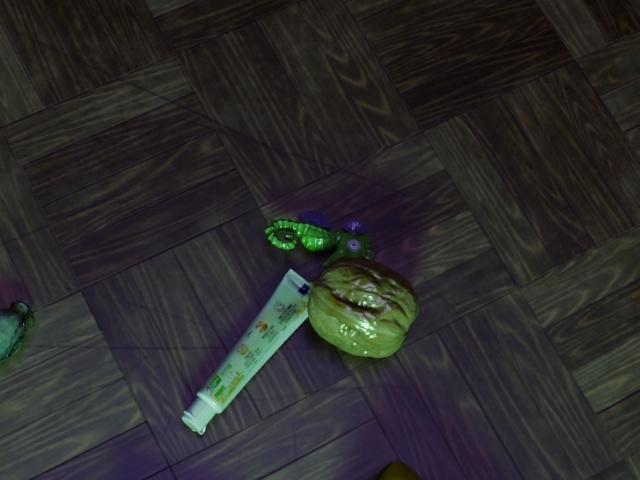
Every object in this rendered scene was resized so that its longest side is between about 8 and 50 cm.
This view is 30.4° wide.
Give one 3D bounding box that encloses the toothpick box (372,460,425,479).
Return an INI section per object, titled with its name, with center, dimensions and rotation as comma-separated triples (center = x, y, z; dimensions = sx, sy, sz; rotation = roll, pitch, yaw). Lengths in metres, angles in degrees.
[toothpick box]
center = 0.165, 0.480, 1.787
dimensions = 0.271, 0.175, 0.175
rotation = 39, 71, 6

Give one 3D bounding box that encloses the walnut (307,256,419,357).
[walnut]
center = 0.064, 0.107, 1.927
dimensions = 0.184, 0.155, 0.155
rotation = 23, 69, 5

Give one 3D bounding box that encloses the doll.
[doll]
center = 0.000, 0.000, 1.997
dimensions = 0.190, 0.050, 0.115
rotation = 16, 43, 0

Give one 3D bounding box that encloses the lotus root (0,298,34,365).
[lotus root]
center = -0.525, 0.157, 1.890
dimensions = 0.165, 0.088, 0.088
rotation = -39, 77, -27

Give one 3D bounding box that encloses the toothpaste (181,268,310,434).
[toothpaste]
center = -0.114, 0.181, 1.935
dimensions = 0.056, 0.058, 0.314
rotation = 14, 55, 47
